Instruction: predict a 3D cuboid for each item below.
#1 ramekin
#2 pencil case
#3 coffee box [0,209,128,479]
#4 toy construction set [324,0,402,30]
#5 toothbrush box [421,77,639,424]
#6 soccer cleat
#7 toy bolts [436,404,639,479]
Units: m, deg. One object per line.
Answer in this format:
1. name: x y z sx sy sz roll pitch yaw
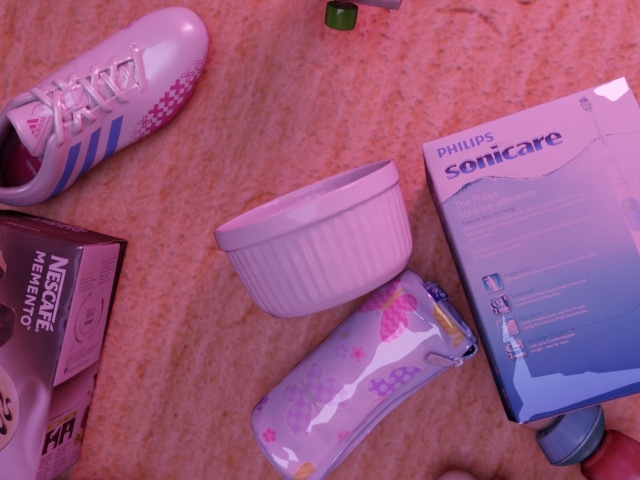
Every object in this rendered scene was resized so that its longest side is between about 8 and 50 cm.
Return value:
1. ramekin: 0.000 0.000 0.695 0.207 0.207 0.109 -20 99 7
2. pencil case: 0.049 0.157 0.735 0.273 0.113 0.124 -42 65 7
3. coffee box: -0.362 0.124 0.779 0.168 0.119 0.297 15 94 7
4. toy construction set: 0.079 -0.357 0.690 0.309 0.257 0.237 -5 119 -15
5. toothbrush box: 0.251 0.015 0.664 0.216 0.126 0.295 -19 74 7
6. soccer cleat: -0.269 -0.151 0.745 0.331 0.143 0.116 -39 87 6
7. toy bolts: 0.237 0.259 0.687 0.158 0.218 0.228 37 78 10
